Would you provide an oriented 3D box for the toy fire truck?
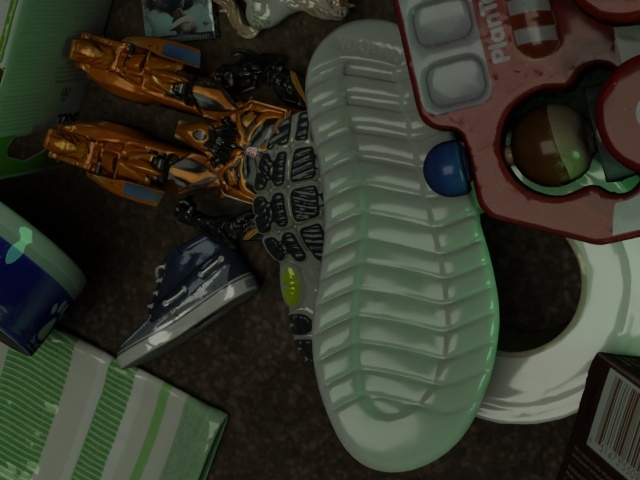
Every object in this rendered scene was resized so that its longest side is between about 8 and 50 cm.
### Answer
[{"bbox_3d":[0.200,-0.142,1.138,0.253,0.169,0.302,-12,89,16],"label":"toy fire truck"}]

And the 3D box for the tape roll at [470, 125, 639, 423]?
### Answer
[{"bbox_3d":[0.193,0.030,1.294,0.286,0.100,0.286,4,101,21],"label":"tape roll"}]

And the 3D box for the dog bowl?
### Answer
[{"bbox_3d":[-0.388,0.010,1.425,0.265,0.265,0.104,30,76,15],"label":"dog bowl"}]

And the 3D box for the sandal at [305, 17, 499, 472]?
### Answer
[{"bbox_3d":[0.077,0.003,1.234,0.169,0.102,0.416,-3,85,7],"label":"sandal"}]

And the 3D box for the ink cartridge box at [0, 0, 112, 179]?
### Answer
[{"bbox_3d":[-0.323,-0.202,1.410,0.097,0.189,0.255,24,107,15],"label":"ink cartridge box"}]

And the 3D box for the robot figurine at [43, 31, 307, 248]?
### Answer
[{"bbox_3d":[-0.137,-0.112,1.398,0.291,0.085,0.211,17,95,15],"label":"robot figurine"}]

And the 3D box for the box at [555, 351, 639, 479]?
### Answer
[{"bbox_3d":[0.346,0.211,1.178,0.203,0.168,0.167,8,105,-23],"label":"box"}]

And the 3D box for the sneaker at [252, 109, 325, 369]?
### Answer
[{"bbox_3d":[0.000,0.000,1.346,0.107,0.110,0.275,-3,107,14],"label":"sneaker"}]

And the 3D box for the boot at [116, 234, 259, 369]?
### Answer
[{"bbox_3d":[-0.160,0.063,1.463,0.190,0.069,0.086,-33,79,15],"label":"boot"}]

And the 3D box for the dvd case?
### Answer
[{"bbox_3d":[-0.154,-0.274,1.427,0.087,0.013,0.119,-1,100,22],"label":"dvd case"}]

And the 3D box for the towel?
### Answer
[{"bbox_3d":[-0.288,0.240,1.552,0.324,0.038,0.248,25,106,16],"label":"towel"}]

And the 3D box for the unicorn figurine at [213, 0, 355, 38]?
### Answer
[{"bbox_3d":[-0.032,-0.259,1.363,0.162,0.060,0.111,-26,89,39],"label":"unicorn figurine"}]
